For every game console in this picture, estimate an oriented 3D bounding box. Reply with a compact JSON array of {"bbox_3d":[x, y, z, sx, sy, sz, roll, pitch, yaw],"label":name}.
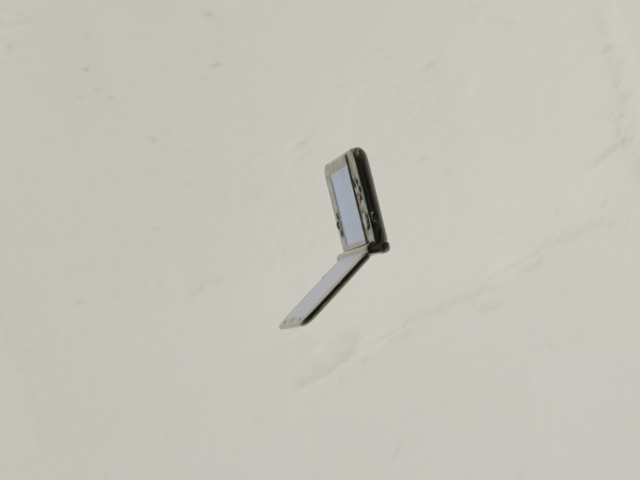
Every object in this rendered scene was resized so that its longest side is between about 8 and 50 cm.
[{"bbox_3d":[0.000,0.000,1.303,0.071,0.122,0.107,-14,-91,-10],"label":"game console"}]
